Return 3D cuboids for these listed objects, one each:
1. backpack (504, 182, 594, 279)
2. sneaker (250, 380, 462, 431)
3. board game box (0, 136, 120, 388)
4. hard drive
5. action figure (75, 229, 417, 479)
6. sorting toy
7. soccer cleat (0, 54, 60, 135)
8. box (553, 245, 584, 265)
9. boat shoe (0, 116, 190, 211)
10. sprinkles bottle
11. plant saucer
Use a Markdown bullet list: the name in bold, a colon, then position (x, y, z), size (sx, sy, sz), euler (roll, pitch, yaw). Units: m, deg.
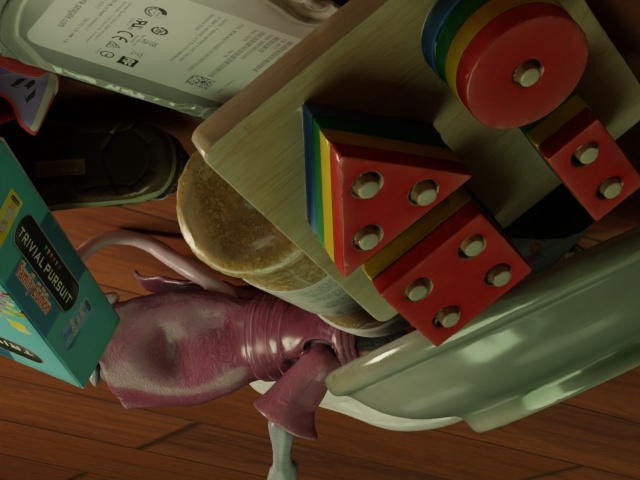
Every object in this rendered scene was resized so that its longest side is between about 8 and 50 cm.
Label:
- **backpack**: position (0.146, -0.026, 1.416), size (0.152, 0.115, 0.182), euler (9, 164, -14)
- **sneaker**: position (0.041, 0.144, 1.913), size (0.293, 0.108, 0.169), euler (4, 163, 10)
- **board game box**: position (-0.334, -0.012, 1.415), size (0.254, 0.079, 0.336), euler (20, 159, 18)
- **hard drive**: position (-0.061, -0.156, 1.212), size (0.339, 0.064, 0.237), euler (16, 158, -24)
- **action figure**: position (-0.039, 0.083, 1.703), size (0.370, 0.248, 0.275), euler (-4, 122, 31)
- **sorting toy**: position (0.092, -0.062, 1.135), size (0.257, 0.089, 0.255), euler (-39, 138, 7)
- **soccer cleat**: position (-0.316, -0.121, 1.337), size (0.248, 0.095, 0.083), euler (-4, 157, 25)
- **box**: position (0.169, 0.036, 1.685), size (0.207, 0.036, 0.114), euler (-10, 154, 38)
- **boat shoe**: position (-0.233, -0.064, 1.474), size (0.258, 0.095, 0.095), euler (7, -179, 22)
- **sprinkles bottle**: position (0.000, 0.000, 1.383), size (0.121, 0.121, 0.355), euler (0, 170, 17)
- **plant saucer**: position (0.203, 0.071, 1.390), size (0.401, 0.100, 0.400), euler (-26, 175, -2)
